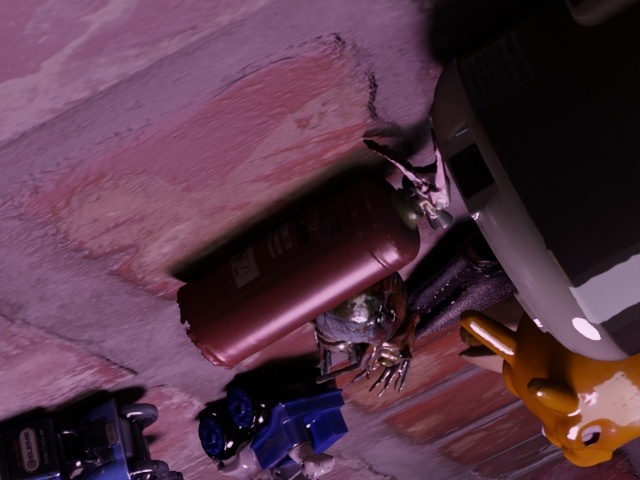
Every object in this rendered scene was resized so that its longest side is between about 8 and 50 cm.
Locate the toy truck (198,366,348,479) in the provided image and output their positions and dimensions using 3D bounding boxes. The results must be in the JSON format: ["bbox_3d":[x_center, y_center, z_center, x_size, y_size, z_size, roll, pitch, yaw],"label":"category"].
[{"bbox_3d":[-0.053,0.283,1.819,0.161,0.177,0.213,-8,153,-37],"label":"toy truck"}]

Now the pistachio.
[{"bbox_3d":[0.302,0.128,1.867,0.215,0.143,0.144,-3,164,18],"label":"pistachio"}]

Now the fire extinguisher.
[{"bbox_3d":[0.000,0.000,1.338,0.337,0.106,0.147,-32,132,18],"label":"fire extinguisher"}]

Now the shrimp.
[{"bbox_3d":[0.030,0.101,1.575,0.172,0.137,0.372,12,150,8],"label":"shrimp"}]

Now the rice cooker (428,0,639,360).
[{"bbox_3d":[0.295,-0.095,1.132,0.325,0.335,0.335,-31,158,17],"label":"rice cooker"}]

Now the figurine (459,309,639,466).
[{"bbox_3d":[0.385,0.066,1.564,0.387,0.401,0.268,-38,-168,-1],"label":"figurine"}]

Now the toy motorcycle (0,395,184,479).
[{"bbox_3d":[-0.298,0.307,1.714,0.213,0.125,0.358,-13,156,-4],"label":"toy motorcycle"}]

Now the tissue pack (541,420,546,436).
[{"bbox_3d":[0.419,0.182,1.990,0.124,0.225,0.185,14,159,5],"label":"tissue pack"}]

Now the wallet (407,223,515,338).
[{"bbox_3d":[0.235,0.037,1.702,0.262,0.071,0.221,-18,158,-33],"label":"wallet"}]
